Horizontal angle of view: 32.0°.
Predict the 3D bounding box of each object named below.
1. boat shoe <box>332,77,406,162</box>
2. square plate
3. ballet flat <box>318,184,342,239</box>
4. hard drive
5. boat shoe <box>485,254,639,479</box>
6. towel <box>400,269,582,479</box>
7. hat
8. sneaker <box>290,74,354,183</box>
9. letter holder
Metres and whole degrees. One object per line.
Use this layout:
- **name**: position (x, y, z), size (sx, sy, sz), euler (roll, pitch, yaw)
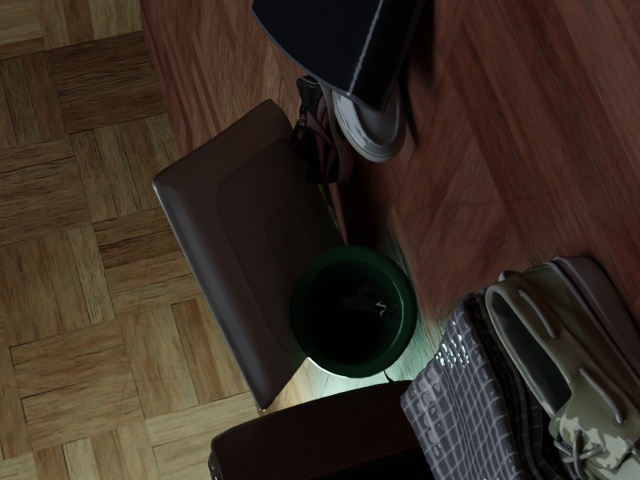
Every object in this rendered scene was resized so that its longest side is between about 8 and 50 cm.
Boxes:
- **boat shoe**: position (0.050, -0.204, 1.278), size (0.081, 0.079, 0.228), euler (131, 127, -81)
- **square plate**: position (-0.063, 0.003, 1.567), size (0.344, 0.049, 0.347), euler (-45, -64, -54)
- **ballet flat**: position (0.000, 0.000, 1.791), size (0.077, 0.077, 0.231), euler (22, -126, -79)
- **hard drive**: position (0.011, -0.262, 1.223), size (0.255, 0.054, 0.172), euler (47, 127, 43)
- **boat shoe**: position (0.223, 0.142, 0.863), size (0.109, 0.094, 0.302), euler (89, 162, -48)
- **towel**: position (0.183, 0.200, 1.050), size (0.235, 0.121, 0.284), euler (97, 155, -58)
- **hat**: position (0.063, 0.094, 1.562), size (0.208, 0.173, 0.183), euler (-60, -11, 16)
- **sneaker**: position (-0.010, -0.160, 1.604), size (0.072, 0.077, 0.178), euler (102, 151, -62)
- **letter holder**: position (0.001, 0.284, 1.535), size (0.214, 0.301, 0.152), euler (-117, 18, -47)
